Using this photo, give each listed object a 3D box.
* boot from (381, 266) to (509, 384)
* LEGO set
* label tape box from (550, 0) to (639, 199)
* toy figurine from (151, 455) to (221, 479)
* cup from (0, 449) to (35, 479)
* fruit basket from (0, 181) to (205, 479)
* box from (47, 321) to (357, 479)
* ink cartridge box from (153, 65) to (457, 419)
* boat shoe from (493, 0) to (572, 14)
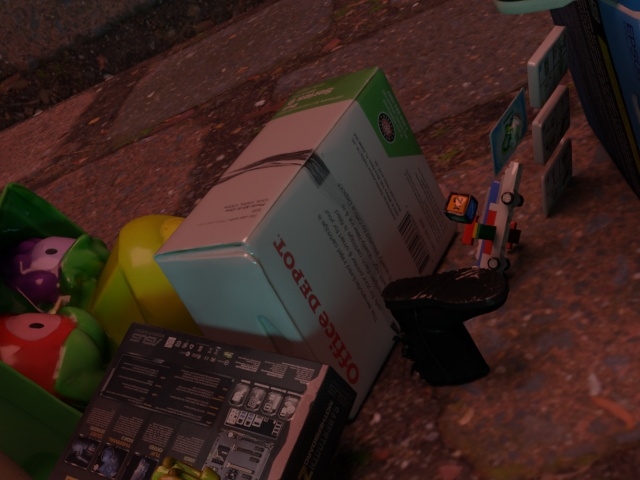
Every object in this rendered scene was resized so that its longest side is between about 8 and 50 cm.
[{"bbox_3d":[0.115,0.076,0.771,0.121,0.099,0.045,-7,32,36],"label":"boot"},{"bbox_3d":[0.174,-0.066,0.871,0.060,0.182,0.244,13,47,31],"label":"LEGO set"},{"bbox_3d":[0.304,-0.162,0.834,0.115,0.249,0.347,-23,28,10],"label":"label tape box"},{"bbox_3d":[-0.022,0.254,0.482,0.362,0.191,0.217,153,131,-74],"label":"toy figurine"},{"bbox_3d":[-0.231,0.292,0.550,0.237,0.331,0.331,17,46,23],"label":"cup"},{"bbox_3d":[-0.235,0.068,0.992,0.392,0.283,0.392,-39,25,22],"label":"fruit basket"},{"bbox_3d":[-0.106,0.175,0.767,0.233,0.059,0.183,6,60,36],"label":"box"},{"bbox_3d":[0.000,0.000,0.895,0.121,0.211,0.289,-7,33,37],"label":"ink cartridge box"},{"bbox_3d":[0.217,-0.220,0.668,0.206,0.065,0.075,-7,36,30],"label":"boat shoe"}]
